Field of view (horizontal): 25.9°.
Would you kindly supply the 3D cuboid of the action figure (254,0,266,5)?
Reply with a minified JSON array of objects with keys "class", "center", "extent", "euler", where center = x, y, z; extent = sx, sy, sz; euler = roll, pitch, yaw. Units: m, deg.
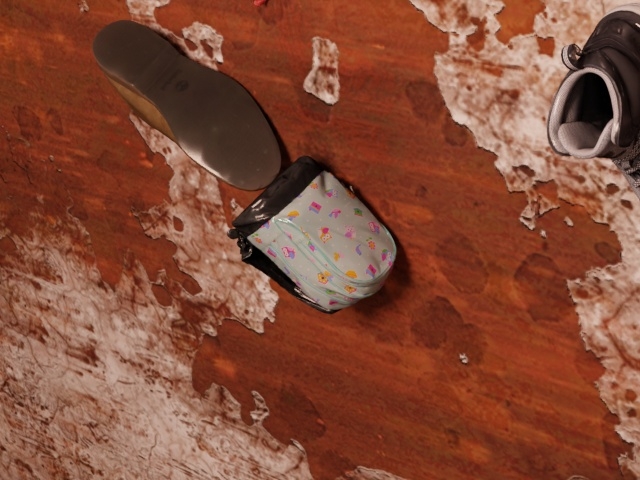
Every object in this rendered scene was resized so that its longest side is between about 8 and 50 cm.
[{"class":"action figure","center":[-0.045,-0.311,1.629],"extent":[0.115,0.030,0.038],"euler":[-25,89,47]}]

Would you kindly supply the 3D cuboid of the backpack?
[{"class":"backpack","center":[0.000,0.000,1.680],"extent":[0.182,0.152,0.115],"euler":[47,148,-4]}]

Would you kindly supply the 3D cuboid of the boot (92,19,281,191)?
[{"class":"boot","center":[-0.165,-0.161,1.803],"extent":[0.305,0.112,0.115],"euler":[41,162,17]}]

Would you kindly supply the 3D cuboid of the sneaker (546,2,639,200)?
[{"class":"sneaker","center":[0.298,-0.082,1.327],"extent":[0.101,0.153,0.268],"euler":[-10,105,47]}]
